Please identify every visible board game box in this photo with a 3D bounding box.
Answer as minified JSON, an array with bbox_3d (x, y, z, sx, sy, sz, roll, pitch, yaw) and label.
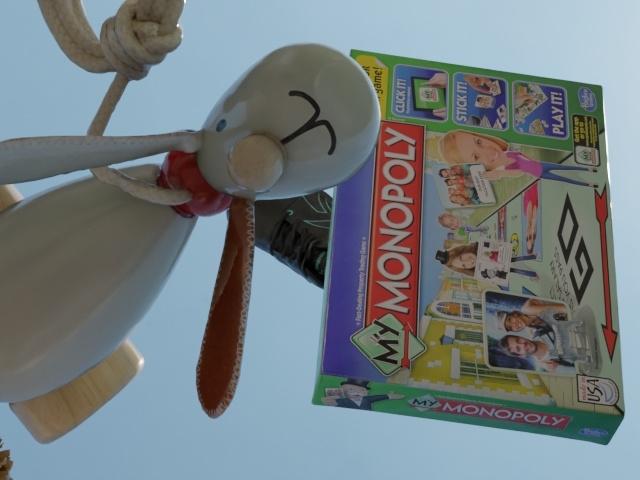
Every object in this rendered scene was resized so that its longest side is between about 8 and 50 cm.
[{"bbox_3d":[0.113,-0.007,0.994,0.213,0.046,0.317,8,-128,-4],"label":"board game box"}]

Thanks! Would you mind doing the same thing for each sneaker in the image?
[{"bbox_3d":[0.000,0.000,1.539,0.267,0.106,0.101,20,-74,19],"label":"sneaker"}]

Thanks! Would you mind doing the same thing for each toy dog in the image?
[{"bbox_3d":[-0.129,0.013,0.685,0.220,0.334,0.161,35,-140,3],"label":"toy dog"}]

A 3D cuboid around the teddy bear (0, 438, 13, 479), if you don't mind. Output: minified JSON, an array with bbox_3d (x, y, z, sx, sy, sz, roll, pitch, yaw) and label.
[{"bbox_3d":[-0.163,0.185,0.504,0.113,0.245,0.338,5,-157,-21],"label":"teddy bear"}]
